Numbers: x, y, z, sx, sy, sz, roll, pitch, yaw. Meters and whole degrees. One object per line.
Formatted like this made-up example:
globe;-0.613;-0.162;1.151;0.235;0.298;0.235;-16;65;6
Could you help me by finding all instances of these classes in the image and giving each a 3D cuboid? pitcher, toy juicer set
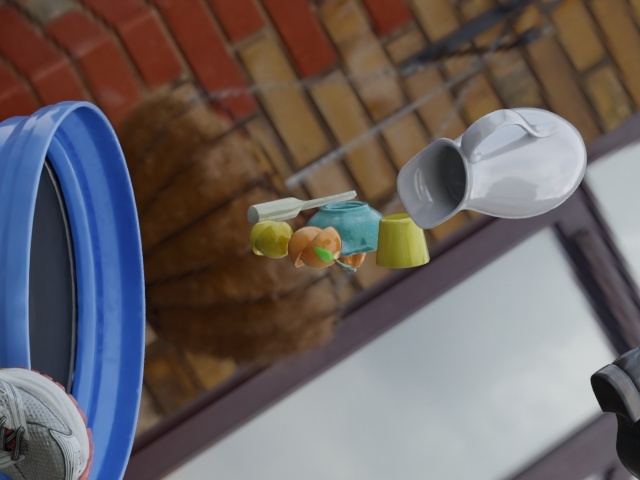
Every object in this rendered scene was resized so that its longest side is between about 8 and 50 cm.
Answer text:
pitcher;0.212;-0.096;1.885;0.178;0.207;0.125;-47;-118;48
toy juicer set;0.000;0.000;2.262;0.329;0.209;0.090;-149;-128;-70

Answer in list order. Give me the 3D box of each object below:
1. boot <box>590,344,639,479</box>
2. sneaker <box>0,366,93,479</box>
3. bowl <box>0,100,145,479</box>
boot;0.490;0.198;2.252;0.091;0.229;0.263;25;-33;54
sneaker;-0.272;0.134;1.286;0.225;0.092;0.088;28;-65;18
bowl;-0.248;0.065;1.571;0.391;0.077;0.391;-1;90;-82
